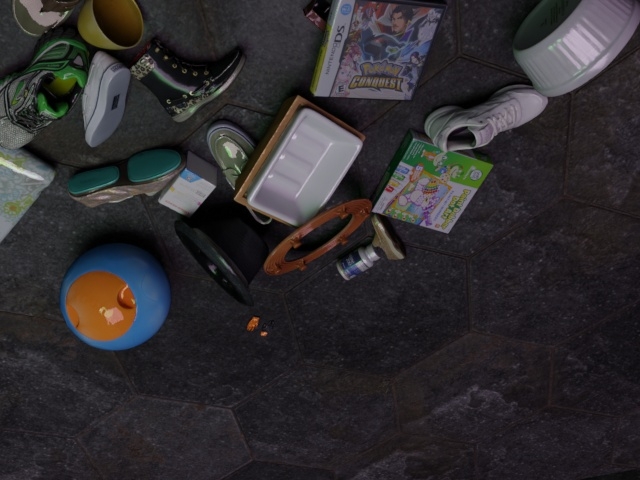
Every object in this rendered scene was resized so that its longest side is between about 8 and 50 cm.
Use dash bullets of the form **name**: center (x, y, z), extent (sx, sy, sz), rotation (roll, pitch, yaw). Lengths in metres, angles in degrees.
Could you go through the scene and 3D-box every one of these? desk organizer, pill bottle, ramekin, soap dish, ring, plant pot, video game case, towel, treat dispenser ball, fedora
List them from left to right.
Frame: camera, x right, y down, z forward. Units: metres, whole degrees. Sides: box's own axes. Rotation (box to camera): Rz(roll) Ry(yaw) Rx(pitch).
- **towel**: center (-0.891, -0.138, 1.684), extent (0.321, 0.090, 0.374), rotation (33, 118, -32)
- **plant pot**: center (-0.460, -0.464, 1.455), extent (0.095, 0.134, 0.134), rotation (-9, 135, 35)
- **treat dispenser ball**: center (-0.547, 0.150, 1.831), extent (0.288, 0.288, 0.288), rotation (-4, 129, -4)
- **fedora**: center (-0.239, 0.023, 1.812), extent (0.152, 0.334, 0.334), rotation (-44, 129, -14)
- **soap dish**: center (-0.057, -0.188, 1.665), extent (0.229, 0.118, 0.290), rotation (24, 105, -38)
- **ring**: center (0.000, 0.000, 1.807), extent (0.337, 0.032, 0.336), rotation (-31, 164, -10)
- **desk organizer**: center (0.026, -0.489, 1.537), extent (0.130, 0.047, 0.050), rotation (34, 116, -30)
- **pill bottle**: center (0.112, 0.059, 1.982), extent (0.120, 0.067, 0.067), rotation (-33, 126, 18)
- **video game case**: center (0.130, -0.437, 1.556), extent (0.275, 0.035, 0.248), rotation (-3, 131, -25)
- **ramekin**: center (0.545, -0.459, 1.498), extent (0.127, 0.273, 0.273), rotation (36, 117, -17)

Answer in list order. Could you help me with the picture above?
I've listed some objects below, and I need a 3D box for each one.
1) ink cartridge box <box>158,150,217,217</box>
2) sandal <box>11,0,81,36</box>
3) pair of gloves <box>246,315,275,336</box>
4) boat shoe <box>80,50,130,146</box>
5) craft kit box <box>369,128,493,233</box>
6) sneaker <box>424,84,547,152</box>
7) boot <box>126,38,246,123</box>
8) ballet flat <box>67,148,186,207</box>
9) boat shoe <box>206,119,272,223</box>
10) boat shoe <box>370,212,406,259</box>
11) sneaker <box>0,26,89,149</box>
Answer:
- **ink cartridge box**: center (-0.343, -0.138, 1.747), extent (0.092, 0.090, 0.143), rotation (31, 120, -28)
- **sandal**: center (-0.527, -0.536, 1.400), extent (0.303, 0.086, 0.120), rotation (-34, 125, 20)
- **pair of gloves**: center (-0.190, 0.272, 2.154), extent (0.083, 0.010, 0.074), rotation (19, 124, -22)
- **boat shoe**: center (-0.509, -0.327, 1.582), extent (0.084, 0.095, 0.258), rotation (43, 131, 7)
- **craft kit box**: center (0.295, -0.153, 1.843), extent (0.247, 0.061, 0.249), rotation (13, 127, -20)
- **sneaker**: center (0.419, -0.286, 1.686), extent (0.305, 0.152, 0.114), rotation (-18, 127, 6)
- **boot**: center (-0.304, -0.393, 1.548), extent (0.236, 0.085, 0.178), rotation (-35, 123, 20)
- **ballet flat**: center (-0.476, -0.152, 1.727), extent (0.316, 0.107, 0.106), rotation (-10, 148, 8)
- **boat shoe**: center (-0.187, -0.171, 1.738), extent (0.109, 0.094, 0.302), rotation (-24, 128, 12)
- **boat shoe**: center (0.178, -0.003, 1.945), extent (0.072, 0.068, 0.190), rotation (-18, 130, 22)
- **sneaker**: center (-0.632, -0.311, 1.510), extent (0.134, 0.146, 0.343), rotation (19, 134, -42)
